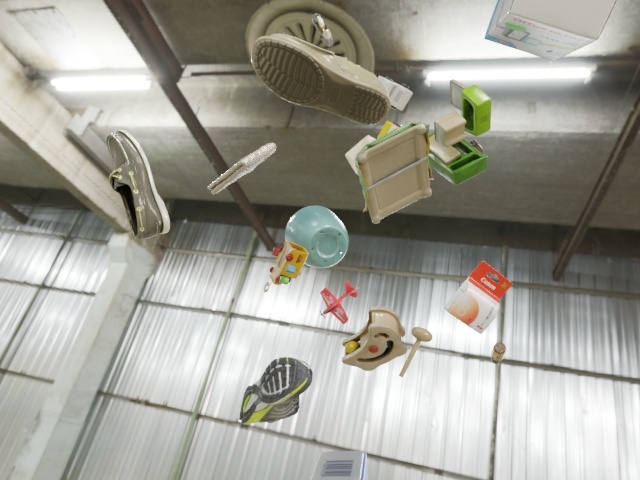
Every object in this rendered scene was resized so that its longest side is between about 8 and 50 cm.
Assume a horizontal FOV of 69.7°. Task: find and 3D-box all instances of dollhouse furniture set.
[{"bbox_3d":[0.190,-0.198,0.981,0.302,0.151,0.197,-27,-43,-6],"label":"dollhouse furniture set"}]

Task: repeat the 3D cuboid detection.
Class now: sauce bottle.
[{"bbox_3d":[0.596,0.381,1.544,0.042,0.042,0.128,4,-31,18],"label":"sauce bottle"}]

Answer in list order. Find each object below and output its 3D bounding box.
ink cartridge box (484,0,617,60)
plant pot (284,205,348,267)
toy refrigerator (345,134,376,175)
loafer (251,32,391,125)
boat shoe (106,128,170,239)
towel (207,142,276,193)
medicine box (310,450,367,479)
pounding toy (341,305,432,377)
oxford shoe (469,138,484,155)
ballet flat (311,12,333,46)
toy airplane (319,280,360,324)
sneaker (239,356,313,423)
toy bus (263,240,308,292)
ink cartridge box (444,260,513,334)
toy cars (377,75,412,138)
[{"bbox_3d":[0.526,-0.555,1.045,0.198,0.197,0.270,20,15,5],"label":"ink cartridge box"},{"bbox_3d":[0.000,0.000,2.166,0.293,0.293,0.235,24,6,-22],"label":"plant pot"},{"bbox_3d":[0.203,-0.254,1.546,0.102,0.094,0.270,-38,-23,24],"label":"toy refrigerator"},{"bbox_3d":[0.003,-0.299,0.850,0.269,0.092,0.102,23,-50,-12],"label":"loafer"},{"bbox_3d":[-0.507,-0.151,1.235,0.091,0.304,0.109,-25,4,-43],"label":"boat shoe"},{"bbox_3d":[-0.304,-0.273,1.767,0.282,0.187,0.049,-25,-75,47],"label":"towel"},{"bbox_3d":[0.060,0.776,1.270,0.149,0.289,0.263,-5,-4,8],"label":"medicine box"},{"bbox_3d":[0.168,0.299,1.310,0.154,0.154,0.269,39,-58,-24],"label":"pounding toy"},{"bbox_3d":[0.556,-0.306,1.704,0.096,0.227,0.083,50,-43,6],"label":"oxford shoe"},{"bbox_3d":[0.009,-0.704,1.534,0.041,0.041,0.114,-17,-69,46],"label":"ballet flat"},{"bbox_3d":[0.059,0.183,1.421,0.151,0.151,0.028,27,6,-26],"label":"toy airplane"},{"bbox_3d":[-0.093,0.379,1.149,0.121,0.111,0.300,17,-41,-27],"label":"sneaker"},{"bbox_3d":[-0.125,0.107,1.819,0.104,0.190,0.202,20,-30,-27],"label":"toy bus"},{"bbox_3d":[0.472,0.170,1.344,0.145,0.179,0.045,34,11,-21],"label":"ink cartridge box"},{"bbox_3d":[0.272,-0.489,1.767,0.177,0.393,0.087,-21,-22,36],"label":"toy cars"}]
